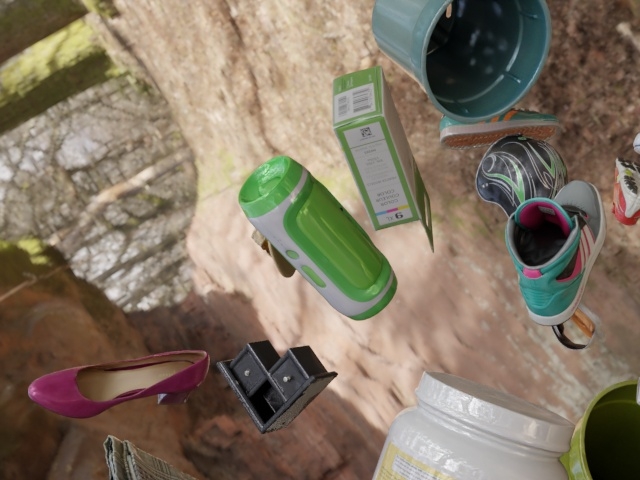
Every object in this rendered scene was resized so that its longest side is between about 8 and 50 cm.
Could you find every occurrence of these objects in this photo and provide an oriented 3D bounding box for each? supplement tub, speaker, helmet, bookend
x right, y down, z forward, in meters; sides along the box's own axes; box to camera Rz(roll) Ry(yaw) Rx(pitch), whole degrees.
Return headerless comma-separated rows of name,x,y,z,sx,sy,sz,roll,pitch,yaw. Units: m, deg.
supplement tub,0.176,0.358,1.120,0.241,0.331,0.241,19,180,0
speaker,0.000,0.000,1.417,0.296,0.131,0.131,47,174,-28
helmet,0.409,-0.117,1.721,0.161,0.169,0.169,39,160,41
bookend,-0.078,0.227,1.521,0.072,0.157,0.156,1,-133,-55

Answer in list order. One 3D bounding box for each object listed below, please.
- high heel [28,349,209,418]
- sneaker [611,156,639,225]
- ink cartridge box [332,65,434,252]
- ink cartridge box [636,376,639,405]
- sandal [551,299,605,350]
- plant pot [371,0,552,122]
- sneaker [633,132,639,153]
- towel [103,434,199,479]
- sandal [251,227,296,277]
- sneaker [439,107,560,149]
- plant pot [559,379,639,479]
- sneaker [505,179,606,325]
high heel,-0.437,0.291,1.910,0.181,0.377,0.127,-58,43,41
sneaker,0.740,-0.118,2.089,0.107,0.279,0.118,24,119,11
ink cartridge box,0.076,-0.087,1.026,0.109,0.062,0.209,-88,-22,-50
ink cartridge box,0.742,0.271,1.445,0.371,0.069,0.176,-15,135,45
sandal,0.466,0.156,1.615,0.102,0.076,0.265,48,-175,23
plant pot,0.304,-0.496,2.056,0.334,0.341,0.341,47,166,51
sneaker,0.647,-0.103,1.467,0.258,0.091,0.094,26,180,17
towel,-0.291,0.541,1.768,0.324,0.056,0.312,36,-173,-28
sandal,-0.124,-0.029,1.969,0.079,0.088,0.240,-3,113,39
sneaker,0.456,-0.311,2.217,0.108,0.302,0.121,65,-155,-62
plant pot,0.621,0.531,1.802,0.366,0.366,0.353,52,147,19
sneaker,0.392,-0.026,1.447,0.124,0.295,0.178,3,143,31
